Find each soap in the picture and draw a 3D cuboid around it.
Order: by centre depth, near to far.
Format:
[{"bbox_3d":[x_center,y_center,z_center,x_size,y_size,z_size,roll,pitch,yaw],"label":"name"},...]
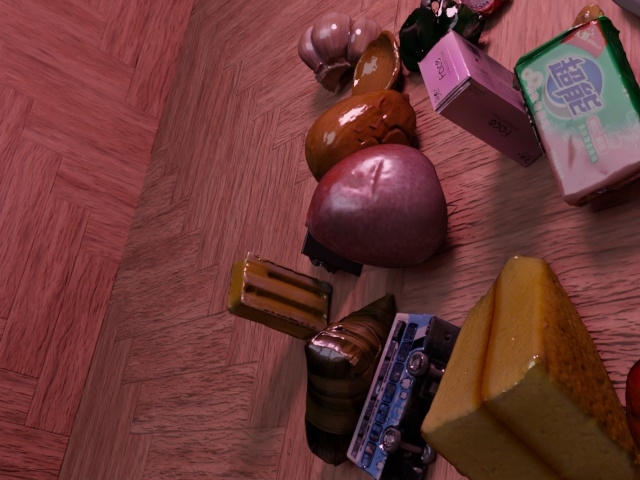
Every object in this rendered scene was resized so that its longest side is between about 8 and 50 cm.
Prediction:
[{"bbox_3d":[0.434,-0.201,1.216,0.218,0.098,0.273,-26,66,32],"label":"soap"},{"bbox_3d":[-0.089,0.128,1.707,0.076,0.233,0.135,-37,40,47],"label":"soap"}]

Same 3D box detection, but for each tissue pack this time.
[{"bbox_3d":[0.301,-0.249,1.368,0.092,0.246,0.148,-43,38,32],"label":"tissue pack"}]

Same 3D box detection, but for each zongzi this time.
[{"bbox_3d":[0.070,0.264,1.517,0.134,0.288,0.286,16,118,20],"label":"zongzi"}]

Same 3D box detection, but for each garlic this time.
[{"bbox_3d":[0.046,-0.527,2.027,0.214,0.160,0.191,-31,50,46],"label":"garlic"}]

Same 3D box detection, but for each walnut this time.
[{"bbox_3d":[0.099,-0.231,1.693,0.298,0.203,0.203,-45,29,-12],"label":"walnut"}]

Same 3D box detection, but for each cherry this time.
[{"bbox_3d":[0.118,-0.069,1.515,0.221,0.307,0.261,82,180,-52],"label":"cherry"}]

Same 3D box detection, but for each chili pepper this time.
[{"bbox_3d":[0.248,-0.459,1.706,0.264,0.116,0.148,17,99,61],"label":"chili pepper"}]

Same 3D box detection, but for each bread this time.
[{"bbox_3d":[0.335,0.207,1.193,0.233,0.245,0.362,-43,7,34],"label":"bread"}]

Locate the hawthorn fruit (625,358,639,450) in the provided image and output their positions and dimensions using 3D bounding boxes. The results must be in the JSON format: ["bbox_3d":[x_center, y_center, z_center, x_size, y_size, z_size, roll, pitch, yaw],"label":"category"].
[{"bbox_3d":[0.444,0.190,0.844,0.224,0.261,0.224,-32,50,48],"label":"hawthorn fruit"}]

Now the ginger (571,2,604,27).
[{"bbox_3d":[0.478,-0.322,1.340,0.133,0.059,0.214,-5,65,63],"label":"ginger"}]

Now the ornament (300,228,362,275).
[{"bbox_3d":[0.000,0.000,1.764,0.196,0.153,0.166,-14,56,63],"label":"ornament"}]

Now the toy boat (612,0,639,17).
[{"bbox_3d":[0.556,-0.411,1.270,0.085,0.078,0.260,-34,38,3],"label":"toy boat"}]

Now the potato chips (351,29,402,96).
[{"bbox_3d":[0.149,-0.409,1.884,0.195,0.062,0.208,-58,33,22],"label":"potato chips"}]

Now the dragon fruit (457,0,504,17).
[{"bbox_3d":[0.358,-0.535,1.662,0.126,0.068,0.112,-6,80,40],"label":"dragon fruit"}]

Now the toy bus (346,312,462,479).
[{"bbox_3d":[0.155,0.280,1.362,0.131,0.106,0.297,6,72,59],"label":"toy bus"}]
